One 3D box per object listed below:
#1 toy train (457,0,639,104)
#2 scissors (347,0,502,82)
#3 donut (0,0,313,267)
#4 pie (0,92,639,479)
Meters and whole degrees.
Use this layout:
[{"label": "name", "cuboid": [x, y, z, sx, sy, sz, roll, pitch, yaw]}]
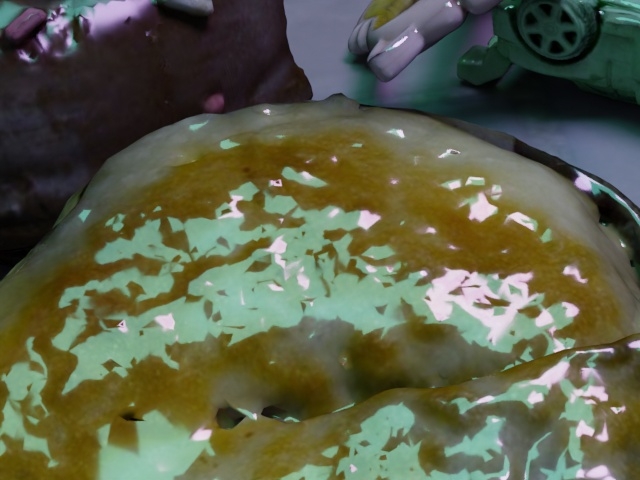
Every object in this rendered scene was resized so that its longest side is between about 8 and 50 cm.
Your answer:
[{"label": "toy train", "cuboid": [0.147, -0.103, 0.897, 0.149, 0.081, 0.099, 20, 42, 20]}, {"label": "scissors", "cuboid": [0.087, -0.166, 0.979, 0.160, 0.024, 0.317, -33, 15, 23]}, {"label": "donut", "cuboid": [-0.199, -0.111, 0.896, 0.259, 0.136, 0.345, -25, 40, -29]}, {"label": "pie", "cuboid": [0.017, 0.082, 0.643, 0.339, 0.077, 0.339, -1, 51, 1]}]
